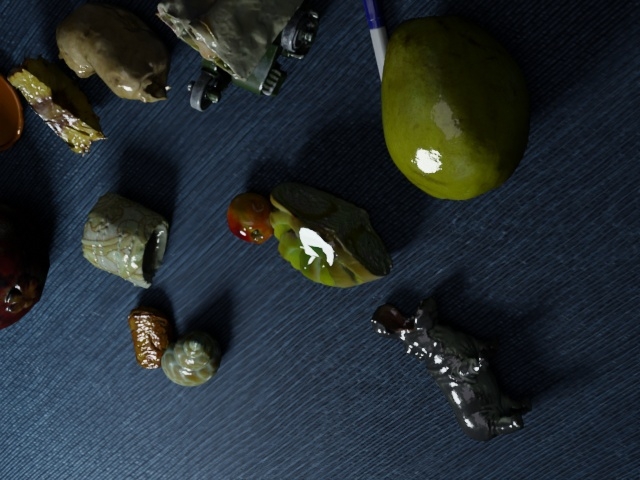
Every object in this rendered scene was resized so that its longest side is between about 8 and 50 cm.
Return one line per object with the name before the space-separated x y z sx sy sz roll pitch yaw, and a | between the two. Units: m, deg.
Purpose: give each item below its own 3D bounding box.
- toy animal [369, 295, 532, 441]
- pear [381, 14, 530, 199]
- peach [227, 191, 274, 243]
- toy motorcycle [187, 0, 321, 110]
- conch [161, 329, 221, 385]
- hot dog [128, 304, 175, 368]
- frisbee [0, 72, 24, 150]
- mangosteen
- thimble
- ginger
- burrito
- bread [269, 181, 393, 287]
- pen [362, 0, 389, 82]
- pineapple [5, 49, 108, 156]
toy animal | 0.257 0.229 1.797 0.343 0.106 0.168 49 127 4
pear | 0.218 -0.221 1.551 0.253 0.253 0.307 -11 95 25
peach | -0.134 -0.047 1.843 0.101 0.101 0.100 8 114 18
toy motorcycle | -0.123 -0.346 1.704 0.205 0.127 0.275 25 111 9
conch | -0.271 0.255 2.007 0.116 0.106 0.173 34 118 -24
hot dog | -0.374 0.209 2.055 0.099 0.065 0.147 -3 106 23
frisbee | -0.709 -0.285 2.001 0.192 0.035 0.192 8 114 19
mangosteen | -0.733 0.048 2.014 0.311 0.311 0.311 8 114 18
thimble | -0.403 0.005 1.946 0.143 0.137 0.190 21 132 10
ginger | -0.387 -0.362 1.790 0.267 0.138 0.152 33 134 20
burrito | -0.119 -0.454 1.569 0.190 0.135 0.332 31 83 16
bread | 0.008 0.011 1.776 0.261 0.158 0.156 24 121 14
pen | 0.119 -0.308 1.671 0.033 0.033 0.269 -7 109 24
pineapple | -0.527 -0.288 1.879 0.079 0.135 0.233 -34 125 8
